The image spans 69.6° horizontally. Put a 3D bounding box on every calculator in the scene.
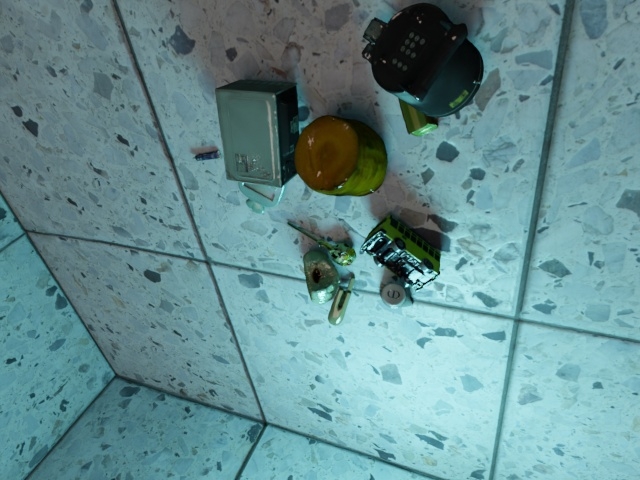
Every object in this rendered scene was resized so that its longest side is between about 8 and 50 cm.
[{"bbox_3d":[-0.215,-0.222,1.709,0.184,0.042,0.295,28,132,4],"label":"calculator"}]

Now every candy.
[{"bbox_3d":[0.000,0.000,1.765,0.305,0.083,0.091,31,137,13],"label":"candy"}]

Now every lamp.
[{"bbox_3d":[0.272,-0.418,1.114,0.272,0.374,0.205,19,116,-33],"label":"lamp"}]

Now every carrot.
[{"bbox_3d":[0.072,-0.251,1.411,0.241,0.340,0.242,3,97,24],"label":"carrot"}]

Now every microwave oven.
[{"bbox_3d":[-0.186,-0.345,1.473,0.237,0.181,0.295,10,121,19],"label":"microwave oven"}]

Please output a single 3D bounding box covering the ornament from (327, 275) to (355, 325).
[{"bbox_3d":[0.077,0.258,1.851,0.061,0.230,0.245,20,113,4],"label":"ornament"}]

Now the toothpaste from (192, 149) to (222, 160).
[{"bbox_3d":[-0.434,-0.320,1.758,0.139,0.021,0.037,-2,124,27],"label":"toothpaste"}]

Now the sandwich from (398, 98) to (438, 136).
[{"bbox_3d":[0.284,-0.372,1.341,0.074,0.074,0.117,-20,83,39],"label":"sandwich"}]

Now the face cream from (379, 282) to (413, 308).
[{"bbox_3d":[0.273,0.204,1.685,0.143,0.089,0.314,17,175,14],"label":"face cream"}]

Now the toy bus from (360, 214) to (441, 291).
[{"bbox_3d":[0.279,0.038,1.582,0.262,0.150,0.128,36,131,-10],"label":"toy bus"}]

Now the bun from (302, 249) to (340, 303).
[{"bbox_3d":[0.006,0.142,1.798,0.126,0.204,0.213,-12,108,-9],"label":"bun"}]
